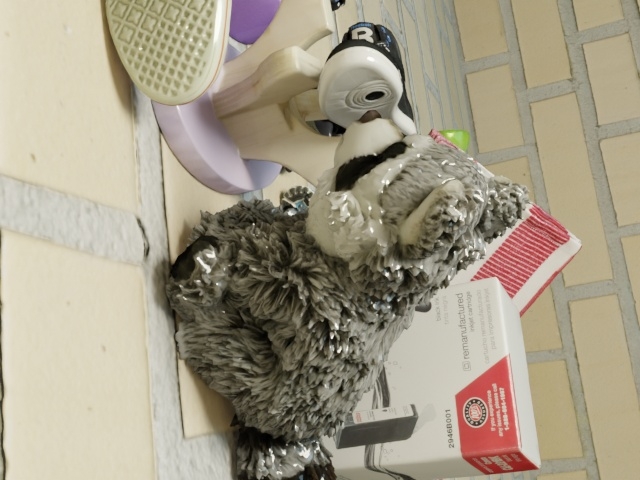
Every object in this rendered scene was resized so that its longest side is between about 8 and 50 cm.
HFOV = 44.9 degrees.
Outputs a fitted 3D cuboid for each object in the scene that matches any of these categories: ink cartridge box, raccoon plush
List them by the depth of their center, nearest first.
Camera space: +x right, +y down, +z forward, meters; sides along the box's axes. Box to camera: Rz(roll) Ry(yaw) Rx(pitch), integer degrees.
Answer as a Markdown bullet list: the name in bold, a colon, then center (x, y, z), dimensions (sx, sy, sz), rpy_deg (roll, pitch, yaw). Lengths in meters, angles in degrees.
- **raccoon plush**: center (0.061, 0.107, 0.736), dimensions (0.216, 0.299, 0.446), rpy_deg (-43, 121, -53)
- **ink cartridge box**: center (0.098, 0.174, 0.907), dimensions (0.114, 0.273, 0.197), rpy_deg (43, 39, -54)

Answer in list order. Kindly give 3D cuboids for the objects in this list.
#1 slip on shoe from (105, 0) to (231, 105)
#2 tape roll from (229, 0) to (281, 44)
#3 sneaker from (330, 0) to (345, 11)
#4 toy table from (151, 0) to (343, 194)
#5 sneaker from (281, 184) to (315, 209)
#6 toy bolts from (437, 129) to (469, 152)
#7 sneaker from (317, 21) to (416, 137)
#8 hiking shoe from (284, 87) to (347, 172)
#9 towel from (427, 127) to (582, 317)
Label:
- **slip on shoe**: center (-0.137, -0.275, 0.743), dimensions (0.101, 0.123, 0.331), rpy_deg (43, 35, -66)
- **tape roll**: center (-0.090, -0.394, 0.979), dimensions (0.275, 0.090, 0.274), rpy_deg (-12, 90, -71)
- **sneaker**: center (-0.003, -0.457, 1.240), dimensions (0.330, 0.130, 0.147), rpy_deg (-94, -156, -62)
- **toy table**: center (-0.047, -0.154, 0.854), dimensions (0.274, 0.161, 0.252), rpy_deg (-35, 112, -68)
- **sneaker**: center (0.000, 0.000, 1.046), dimensions (0.073, 0.063, 0.162), rpy_deg (-37, 115, -73)
- **toy bolts**: center (0.125, -0.082, 1.302), dimensions (0.218, 0.228, 0.158), rpy_deg (-3, 84, -26)
- **sneaker**: center (0.039, -0.175, 0.767), dimensions (0.217, 0.079, 0.121), rpy_deg (40, 39, -71)
- **hiking shoe**: center (0.009, -0.174, 1.090), dimensions (0.227, 0.114, 0.086), rpy_deg (-77, 150, -51)
- **towel**: center (0.230, 0.008, 1.235), dimensions (0.329, 0.237, 0.037), rpy_deg (33, 15, -17)
